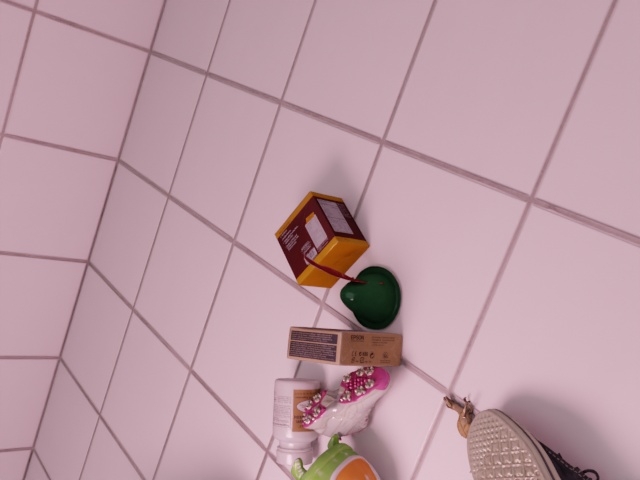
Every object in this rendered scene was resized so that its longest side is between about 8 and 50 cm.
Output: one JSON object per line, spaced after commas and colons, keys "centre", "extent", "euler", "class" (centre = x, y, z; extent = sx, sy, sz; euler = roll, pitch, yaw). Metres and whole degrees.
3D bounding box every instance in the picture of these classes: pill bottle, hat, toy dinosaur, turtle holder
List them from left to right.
{"centre": [-0.069, 0.507, 1.896], "extent": [0.131, 0.131, 0.229], "euler": [-6, 79, 46], "class": "pill bottle"}
{"centre": [0.027, 0.679, 1.689], "extent": [0.227, 0.243, 0.320], "euler": [34, 98, 27], "class": "turtle holder"}
{"centre": [0.076, 0.142, 1.769], "extent": [0.209, 0.184, 0.172], "euler": [11, 92, 47], "class": "hat"}
{"centre": [0.345, 0.429, 1.546], "extent": [0.092, 0.053, 0.183], "euler": [-60, 37, 41], "class": "toy dinosaur"}

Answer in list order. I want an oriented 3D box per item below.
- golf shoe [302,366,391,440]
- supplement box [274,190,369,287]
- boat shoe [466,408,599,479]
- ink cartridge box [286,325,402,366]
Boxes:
{"centre": [0.090, 0.429, 1.760], "extent": [0.306, 0.140, 0.115], "euler": [-38, 21, 36], "class": "golf shoe"}
{"centre": [0.000, 0.000, 1.914], "extent": [0.191, 0.129, 0.194], "euler": [-49, 52, 30], "class": "supplement box"}
{"centre": [0.469, 0.528, 1.315], "extent": [0.500, 0.156, 0.186], "euler": [46, 118, 49], "class": "boat shoe"}
{"centre": [0.063, 0.272, 1.725], "extent": [0.193, 0.235, 0.088], "euler": [-2, 81, 45], "class": "ink cartridge box"}
